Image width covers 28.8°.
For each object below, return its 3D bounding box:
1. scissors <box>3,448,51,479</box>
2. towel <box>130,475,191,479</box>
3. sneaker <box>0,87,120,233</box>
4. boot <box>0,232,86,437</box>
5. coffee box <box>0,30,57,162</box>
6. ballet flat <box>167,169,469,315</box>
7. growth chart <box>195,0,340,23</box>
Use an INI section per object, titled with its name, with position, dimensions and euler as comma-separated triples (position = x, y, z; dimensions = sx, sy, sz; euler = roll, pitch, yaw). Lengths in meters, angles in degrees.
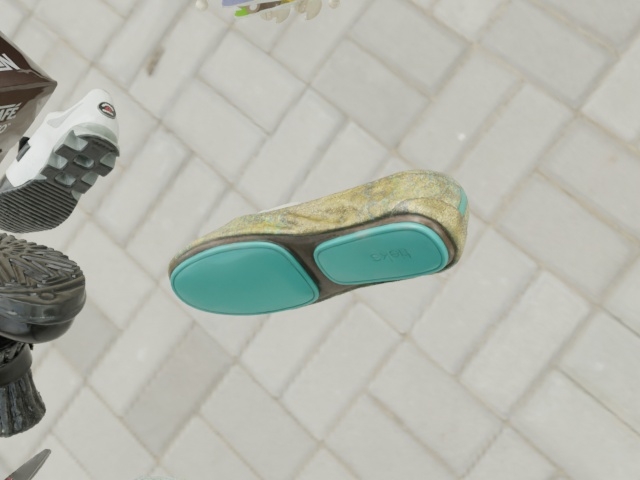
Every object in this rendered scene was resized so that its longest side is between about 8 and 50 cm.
[scissors]
position = -0.336, 0.280, 1.352
dimensions = 0.109, 0.297, 0.021
euler = 38, 98, 15
[towel]
position = 0.012, 0.299, 1.152
dimensions = 0.374, 0.320, 0.090
euler = -6, 60, 47
[sneaker]
position = -0.435, -0.129, 2.042
dimensions = 0.330, 0.122, 0.146
euler = -32, 43, 32
[boot]
position = -0.391, 0.135, 1.548
dimensions = 0.348, 0.131, 0.260
euler = 20, 116, 51
[coffee box]
position = -0.393, -0.180, 1.044
dimensions = 0.297, 0.168, 0.119
euler = 43, 110, 7
[ballet flat]
position = 0.000, 0.000, 1.297
dimensions = 0.348, 0.123, 0.123
euler = -12, 71, 32
[growth chart]
position = -0.050, -0.343, 1.559
dimensions = 0.021, 0.237, 0.172
euler = 54, 138, 31
